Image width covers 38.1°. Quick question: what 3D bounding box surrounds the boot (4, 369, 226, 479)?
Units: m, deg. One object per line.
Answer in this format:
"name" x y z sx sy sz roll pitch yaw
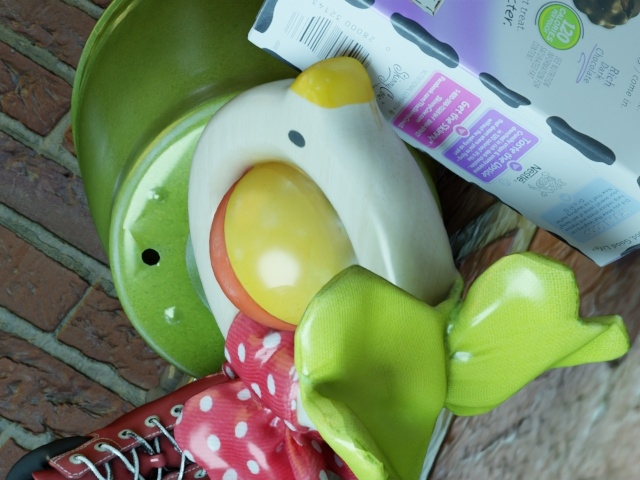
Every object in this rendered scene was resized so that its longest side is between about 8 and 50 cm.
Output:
"boot" -0.072 0.125 0.574 0.244 0.088 0.176 -24 -7 25

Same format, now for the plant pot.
"plant pot" -0.049 -0.057 0.801 0.366 0.367 0.353 -57 18 15

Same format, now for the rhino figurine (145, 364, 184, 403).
"rhino figurine" -0.256 0.289 1.632 0.243 0.106 0.073 -52 9 44

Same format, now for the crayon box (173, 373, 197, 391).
"crayon box" -0.222 0.318 1.352 0.322 0.083 0.203 -58 6 -1

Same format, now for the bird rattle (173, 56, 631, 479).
"bird rattle" 0.005 0.030 0.431 0.143 0.206 0.253 -18 -4 -26

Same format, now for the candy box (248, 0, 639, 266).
"candy box" 0.094 -0.111 0.425 0.164 0.196 0.070 -60 6 -27
